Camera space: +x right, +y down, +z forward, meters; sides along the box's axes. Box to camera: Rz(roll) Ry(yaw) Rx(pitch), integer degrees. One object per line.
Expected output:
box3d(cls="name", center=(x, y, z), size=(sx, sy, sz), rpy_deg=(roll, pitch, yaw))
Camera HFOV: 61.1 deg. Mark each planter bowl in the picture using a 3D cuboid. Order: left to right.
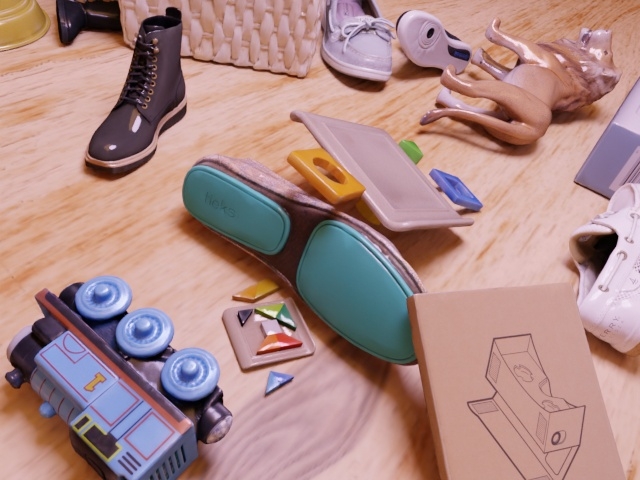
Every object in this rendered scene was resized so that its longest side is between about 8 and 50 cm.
box3d(cls="planter bowl", center=(-0.517, -0.364, 0.785), size=(0.217, 0.090, 0.217), rpy_deg=(8, 42, -7))

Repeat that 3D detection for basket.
box3d(cls="basket", center=(-0.135, -0.480, 0.848), size=(0.328, 0.331, 0.266), rpy_deg=(7, 45, -10))

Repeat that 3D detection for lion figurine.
box3d(cls="lion figurine", center=(0.344, -0.245, 0.907), size=(0.240, 0.142, 0.392), rpy_deg=(35, 59, 9))

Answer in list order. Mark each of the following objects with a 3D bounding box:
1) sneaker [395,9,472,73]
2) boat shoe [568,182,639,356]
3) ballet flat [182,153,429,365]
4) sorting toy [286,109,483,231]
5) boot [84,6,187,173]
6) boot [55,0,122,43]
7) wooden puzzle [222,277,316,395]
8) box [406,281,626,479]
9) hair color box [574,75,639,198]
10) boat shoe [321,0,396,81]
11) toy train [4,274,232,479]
box3d(cls="sneaker", center=(0.174, -0.368, 0.983), size=(0.217, 0.079, 0.121), rpy_deg=(6, 32, -49))
box3d(cls="boat shoe", center=(0.348, 0.006, 0.644), size=(0.096, 0.098, 0.277), rpy_deg=(25, 44, 9))
box3d(cls="ballet flat", center=(0.000, 0.000, 0.550), size=(0.316, 0.107, 0.106), rpy_deg=(37, 25, 20))
box3d(cls="sorting toy", center=(0.067, -0.071, 0.630), size=(0.348, 0.047, 0.196), rpy_deg=(-4, 48, -53))
box3d(cls="boot", center=(-0.221, -0.183, 0.647), size=(0.077, 0.137, 0.198), rpy_deg=(15, 43, 0))
box3d(cls="boot", center=(-0.359, -0.345, 0.851), size=(0.099, 0.045, 0.121), rpy_deg=(-2, 46, -27))
box3d(cls="wooden puzzle", center=(-0.049, 0.083, 0.507), size=(0.079, 0.014, 0.116), rpy_deg=(-15, 51, -29))
box3d(cls="box", center=(0.162, 0.137, 0.440), size=(0.164, 0.021, 0.201), rpy_deg=(-2, 72, -20))
box3d(cls="hair color box", center=(0.573, -0.170, 0.887), size=(0.185, 0.113, 0.374), rpy_deg=(33, 46, 18))
box3d(cls="boat shoe", center=(0.064, -0.391, 0.977), size=(0.118, 0.103, 0.320), rpy_deg=(5, 44, -11))
box3d(cls="toy train", center=(-0.154, 0.103, 0.408), size=(0.184, 0.080, 0.105), rpy_deg=(34, 51, 19))
